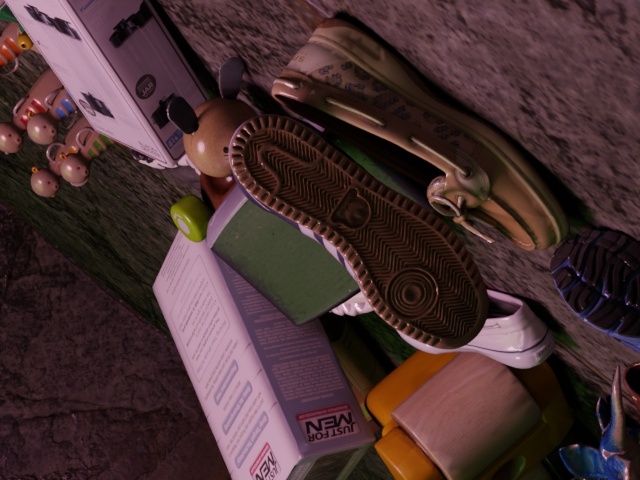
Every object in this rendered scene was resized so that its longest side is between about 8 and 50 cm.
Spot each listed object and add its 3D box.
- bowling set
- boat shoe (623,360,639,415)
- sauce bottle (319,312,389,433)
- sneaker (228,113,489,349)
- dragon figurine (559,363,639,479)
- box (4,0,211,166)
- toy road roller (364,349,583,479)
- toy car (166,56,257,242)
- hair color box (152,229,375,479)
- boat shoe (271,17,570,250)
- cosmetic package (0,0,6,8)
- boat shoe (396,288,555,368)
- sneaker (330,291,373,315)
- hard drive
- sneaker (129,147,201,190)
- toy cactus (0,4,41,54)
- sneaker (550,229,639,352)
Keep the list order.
[{"bbox_3d":[-0.348,-0.156,2.246,0.200,0.154,0.287,29,163,41],"label":"bowling set"},{"bbox_3d":[0.352,0.161,1.504,0.073,0.073,0.207,46,166,-27],"label":"boat shoe"},{"bbox_3d":[-0.007,0.142,2.348,0.111,0.111,0.344,24,156,51],"label":"sauce bottle"},{"bbox_3d":[0.029,-0.017,1.495,0.282,0.099,0.153,41,179,-12],"label":"sneaker"},{"bbox_3d":[0.318,0.228,1.785,0.144,0.085,0.289,25,161,48],"label":"dragon figurine"},{"bbox_3d":[-0.247,-0.228,1.836,0.169,0.087,0.290,25,156,45],"label":"box"},{"bbox_3d":[0.153,0.207,1.949,0.240,0.202,0.329,46,172,33],"label":"toy road roller"},{"bbox_3d":[-0.091,-0.099,1.770,0.149,0.155,0.188,27,149,44],"label":"toy car"},{"bbox_3d":[-0.080,0.151,2.105,0.375,0.113,0.185,65,147,27],"label":"hair color box"},{"bbox_3d":[0.088,-0.075,1.443,0.285,0.089,0.104,38,166,8],"label":"boat shoe"},{"bbox_3d":[-0.490,-0.382,2.012,0.309,0.113,0.160,26,160,46],"label":"cosmetic package"},{"bbox_3d":[0.159,0.076,1.790,0.226,0.083,0.076,7,133,48],"label":"boat shoe"},{"bbox_3d":[0.000,0.000,1.915,0.292,0.110,0.118,23,149,52],"label":"sneaker"},{"bbox_3d":[0.004,-0.022,1.640,0.172,0.054,0.254,43,130,-7],"label":"hard drive"},{"bbox_3d":[-0.121,-0.098,1.990,0.234,0.078,0.106,13,169,44],"label":"sneaker"},{"bbox_3d":[-0.396,-0.285,2.124,0.219,0.112,0.180,14,161,45],"label":"toy cactus"},{"bbox_3d":[0.287,0.072,1.396,0.221,0.083,0.087,37,172,24],"label":"sneaker"}]
